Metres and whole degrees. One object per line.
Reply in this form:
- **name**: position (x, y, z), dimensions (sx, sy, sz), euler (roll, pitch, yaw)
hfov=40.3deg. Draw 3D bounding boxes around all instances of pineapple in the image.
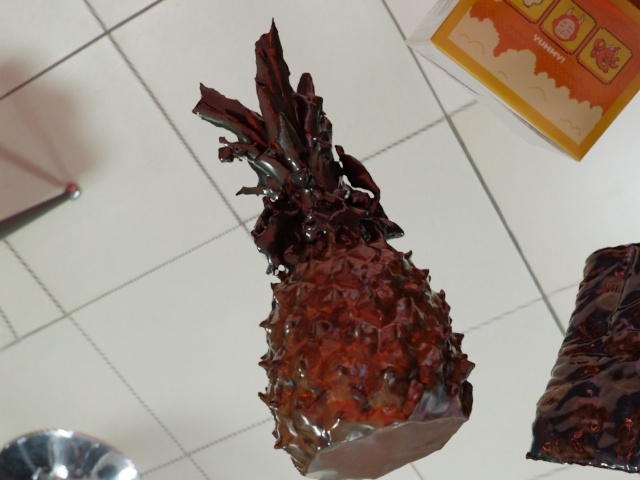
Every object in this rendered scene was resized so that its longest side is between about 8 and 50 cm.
- **pineapple**: position (0.003, 0.001, 0.693), dimensions (0.165, 0.365, 0.165), euler (-12, 146, -8)

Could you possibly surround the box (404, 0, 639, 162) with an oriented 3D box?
- **box**: position (0.293, -0.280, 1.218), dimensions (0.259, 0.283, 0.214), euler (36, 100, -8)

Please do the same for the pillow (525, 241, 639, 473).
- **pillow**: position (0.302, 0.098, 0.800), dimensions (0.189, 0.256, 0.034), euler (-7, 135, 45)
